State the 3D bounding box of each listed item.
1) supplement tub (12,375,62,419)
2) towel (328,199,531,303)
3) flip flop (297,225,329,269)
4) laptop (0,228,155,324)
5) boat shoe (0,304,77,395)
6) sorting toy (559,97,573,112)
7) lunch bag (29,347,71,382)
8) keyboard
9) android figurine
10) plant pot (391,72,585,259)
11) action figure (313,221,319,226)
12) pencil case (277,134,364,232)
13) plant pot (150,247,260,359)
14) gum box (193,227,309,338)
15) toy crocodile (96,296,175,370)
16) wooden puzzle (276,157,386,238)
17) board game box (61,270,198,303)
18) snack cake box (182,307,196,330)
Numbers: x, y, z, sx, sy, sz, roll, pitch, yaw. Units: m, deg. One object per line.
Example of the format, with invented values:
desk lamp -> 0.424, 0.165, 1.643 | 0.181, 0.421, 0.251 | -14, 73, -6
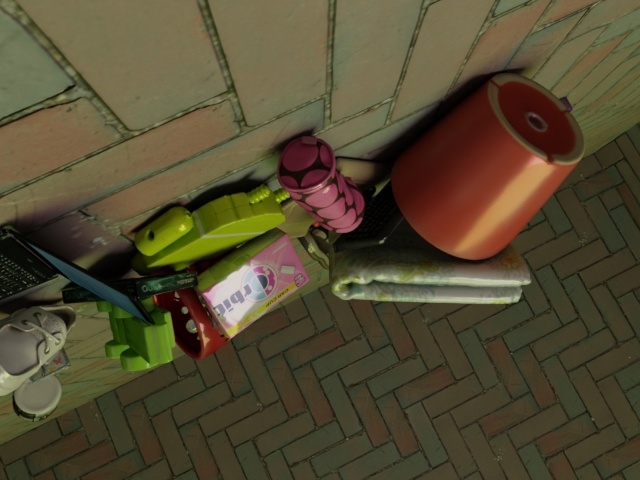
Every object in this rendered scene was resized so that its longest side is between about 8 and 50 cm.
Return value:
supplement tub -> -0.762, 0.422, 1.502 | 0.117, 0.117, 0.190 | -20, 170, -34
towel -> 0.203, 0.013, 1.150 | 0.374, 0.090, 0.321 | 1, -155, 0
flip flop -> 0.000, 0.000, 1.377 | 0.080, 0.112, 0.277 | -41, 165, 1
laptop -> -0.363, 0.085, 0.683 | 0.264, 0.137, 0.234 | -24, 170, -17
boat shoe -> -0.435, 0.142, 0.840 | 0.096, 0.098, 0.277 | -30, -168, -6
sorting toy -> 0.482, -0.234, 1.299 | 0.365, 0.126, 0.127 | -20, 169, -30
lunch bag -> -0.597, 0.261, 1.211 | 0.083, 0.071, 0.053 | -24, 172, -14
keyboard -> 0.116, -0.075, 1.119 | 0.201, 0.033, 0.317 | -13, -156, 43
android figurine -> -0.169, -0.018, 0.891 | 0.272, 0.056, 0.248 | -28, 170, 27
plant pot -> 0.299, -0.137, 0.983 | 0.274, 0.275, 0.243 | -20, 161, -36
action figure -> 0.019, -0.054, 1.309 | 0.115, 0.030, 0.038 | -16, 162, -27
pencil case -> 0.006, -0.083, 0.838 | 0.095, 0.098, 0.209 | 17, 171, 18
plant pot -> -0.214, 0.108, 1.093 | 0.174, 0.191, 0.191 | -32, 175, -34
gum box -> -0.124, 0.073, 0.974 | 0.188, 0.107, 0.062 | -36, -149, -18
toy crocodile -> -0.315, 0.147, 0.973 | 0.105, 0.115, 0.340 | -12, -175, -31
wooden puzzle -> -0.007, -0.081, 1.072 | 0.238, 0.044, 0.221 | -36, 167, 26
board game box -> -0.311, 0.077, 0.916 | 0.186, 0.026, 0.126 | -7, -178, 32
snack cake box -> -0.249, 0.164, 1.587 | 0.264, 0.089, 0.152 | -25, 173, -8
